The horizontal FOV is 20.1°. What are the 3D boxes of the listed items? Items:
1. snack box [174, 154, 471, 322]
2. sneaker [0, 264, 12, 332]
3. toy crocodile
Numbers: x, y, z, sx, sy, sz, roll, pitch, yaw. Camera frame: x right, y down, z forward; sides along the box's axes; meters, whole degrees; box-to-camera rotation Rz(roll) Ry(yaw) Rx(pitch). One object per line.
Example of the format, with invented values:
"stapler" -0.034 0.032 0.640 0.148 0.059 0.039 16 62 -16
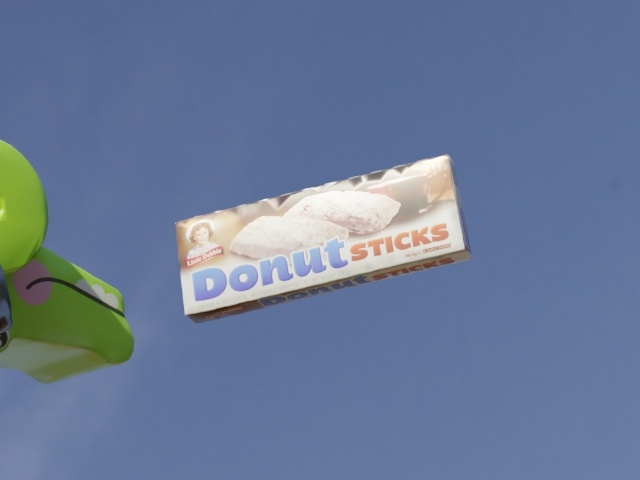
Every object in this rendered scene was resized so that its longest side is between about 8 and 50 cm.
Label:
"snack box" 0.000 0.000 1.102 0.178 0.064 0.022 -14 -22 13
"sneaker" -0.212 -0.036 0.491 0.158 0.182 0.410 -19 -3 1
"toy crocodile" -0.222 -0.016 0.762 0.115 0.105 0.340 -13 -38 41
